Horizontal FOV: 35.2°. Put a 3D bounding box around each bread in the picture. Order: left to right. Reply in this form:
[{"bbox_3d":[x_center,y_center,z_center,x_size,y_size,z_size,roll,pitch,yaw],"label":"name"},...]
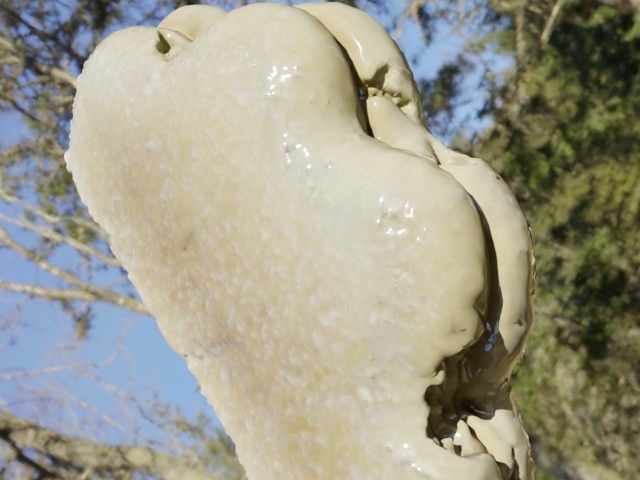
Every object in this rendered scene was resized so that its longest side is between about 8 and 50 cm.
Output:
[{"bbox_3d":[-0.005,0.002,0.471,0.102,0.337,0.183,-13,-32,-39],"label":"bread"}]
